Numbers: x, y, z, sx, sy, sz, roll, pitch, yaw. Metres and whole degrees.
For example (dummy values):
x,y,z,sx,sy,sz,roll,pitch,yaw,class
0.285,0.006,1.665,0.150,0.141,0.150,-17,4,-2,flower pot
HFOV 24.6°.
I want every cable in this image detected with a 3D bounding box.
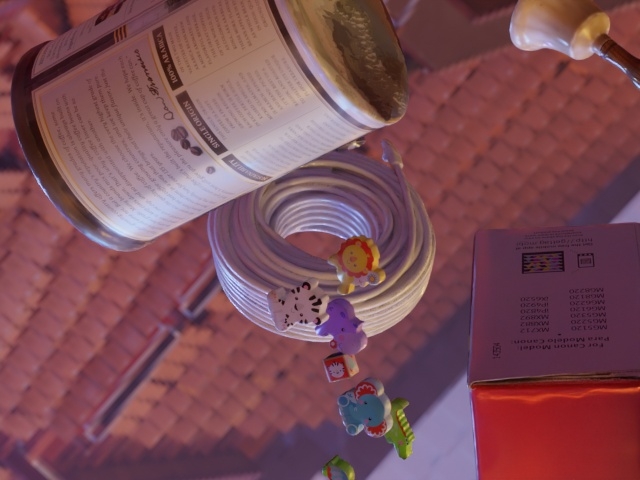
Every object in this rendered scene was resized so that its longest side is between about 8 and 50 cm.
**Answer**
x,y,z,sx,sy,sz,roll,pitch,yaw,class
0.000,0.000,1.647,0.257,0.257,0.089,-10,139,-18,cable

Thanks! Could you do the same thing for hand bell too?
x,y,z,sx,sy,sz,roll,pitch,yaw,class
0.359,-0.228,1.785,0.126,0.242,0.126,-29,142,-26,hand bell

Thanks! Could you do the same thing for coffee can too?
x,y,z,sx,sy,sz,roll,pitch,yaw,class
-0.093,-0.134,1.247,0.275,0.201,0.201,-24,-169,25,coffee can

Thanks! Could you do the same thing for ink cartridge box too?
x,y,z,sx,sy,sz,roll,pitch,yaw,class
0.178,0.186,1.047,0.272,0.130,0.309,-76,161,-60,ink cartridge box

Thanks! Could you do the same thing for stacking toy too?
x,y,z,sx,sy,sz,roll,pitch,yaw,class
0.033,0.117,1.334,0.052,0.221,0.167,-15,-174,24,stacking toy
